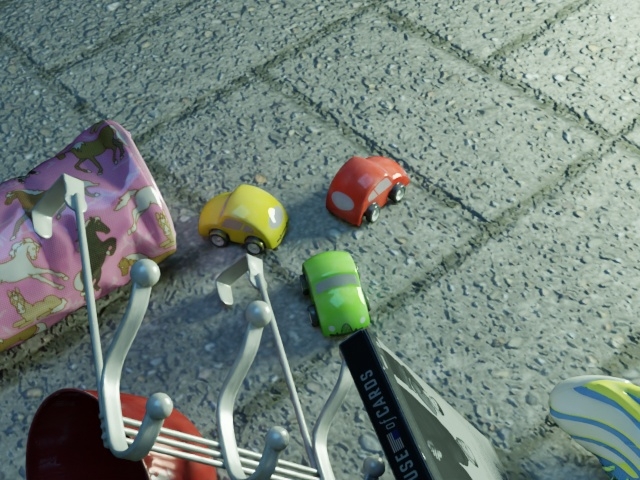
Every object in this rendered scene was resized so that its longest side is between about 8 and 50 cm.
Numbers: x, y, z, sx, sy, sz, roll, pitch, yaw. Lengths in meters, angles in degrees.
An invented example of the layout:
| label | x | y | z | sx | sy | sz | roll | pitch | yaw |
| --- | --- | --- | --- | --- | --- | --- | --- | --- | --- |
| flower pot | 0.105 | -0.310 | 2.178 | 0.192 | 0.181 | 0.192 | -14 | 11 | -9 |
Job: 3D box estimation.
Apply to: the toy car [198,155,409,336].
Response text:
| label | x | y | z | sx | sy | sz | roll | pitch | yaw |
| --- | --- | --- | --- | --- | --- | --- | --- | --- | --- |
| toy car | 0.000 | 0.000 | 1.062 | 0.239 | 0.053 | 0.225 | -14 | 47 | -6 |

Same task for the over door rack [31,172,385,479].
| label | x | y | z | sx | sy | sz | roll | pitch | yaw |
| --- | --- | --- | --- | --- | --- | --- | --- | --- | --- |
| over door rack | -0.092 | 0.066 | 0.860 | 0.108 | 0.240 | 0.324 | -51 | 40 | 16 |

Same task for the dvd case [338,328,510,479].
| label | x | y | z | sx | sy | sz | roll | pitch | yaw |
| --- | --- | --- | --- | --- | --- | --- | --- | --- | --- |
| dvd case | 0.108 | 0.184 | 0.759 | 0.030 | 0.238 | 0.179 | -34 | 47 | 10 |

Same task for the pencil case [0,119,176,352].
| label | x | y | z | sx | sy | sz | roll | pitch | yaw |
| --- | --- | --- | --- | --- | --- | --- | --- | --- | --- |
| pencil case | -0.332 | 0.025 | 1.011 | 0.386 | 0.167 | 0.160 | -28 | 15 | -19 |

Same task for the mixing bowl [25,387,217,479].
| label | x | y | z | sx | sy | sz | roll | pitch | yaw |
| --- | --- | --- | --- | --- | --- | --- | --- | --- | --- |
| mixing bowl | -0.149 | 0.199 | 0.835 | 0.181 | 0.181 | 0.098 | 36 | 29 | 33 |

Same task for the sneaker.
| label | x | y | z | sx | sy | sz | roll | pitch | yaw |
| --- | --- | --- | --- | --- | --- | --- | --- | --- | --- |
| sneaker | 0.275 | 0.201 | 0.814 | 0.240 | 0.091 | 0.126 | 24 | 55 | 26 |
